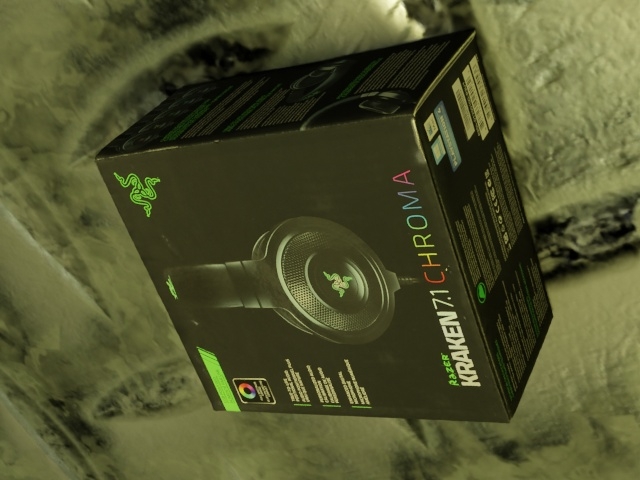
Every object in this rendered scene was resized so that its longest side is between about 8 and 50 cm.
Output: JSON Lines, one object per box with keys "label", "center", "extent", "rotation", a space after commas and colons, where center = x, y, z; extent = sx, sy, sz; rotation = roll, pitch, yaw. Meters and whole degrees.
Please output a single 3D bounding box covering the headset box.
{"label": "headset box", "center": [0.000, 0.000, 0.724], "extent": [0.283, 0.131, 0.246], "rotation": [-3, 121, 32]}
